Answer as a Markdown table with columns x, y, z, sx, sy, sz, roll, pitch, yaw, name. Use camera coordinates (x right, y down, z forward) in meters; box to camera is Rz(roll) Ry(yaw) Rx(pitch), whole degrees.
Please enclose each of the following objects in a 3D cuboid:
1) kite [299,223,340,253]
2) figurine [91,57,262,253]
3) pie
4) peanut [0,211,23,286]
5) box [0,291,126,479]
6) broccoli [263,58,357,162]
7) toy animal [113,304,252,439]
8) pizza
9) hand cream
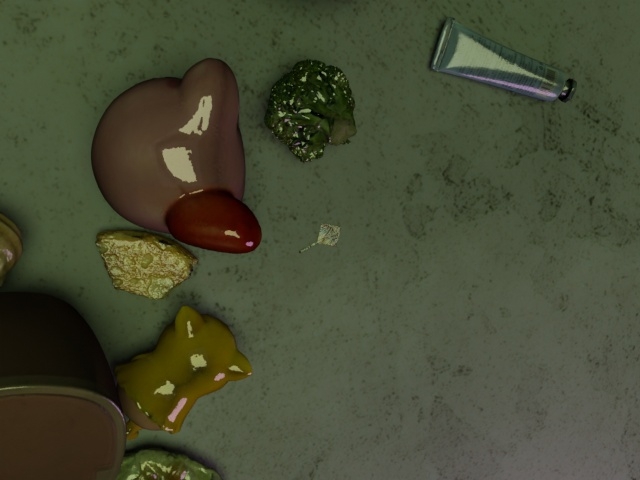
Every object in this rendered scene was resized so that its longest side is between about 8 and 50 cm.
| x | y | z | sx | sy | sz | roll | pitch | yaw | name |
| --- | --- | --- | --- | --- | --- | --- | --- | --- | --- |
| -0.001 | -0.006 | 1.057 | 0.078 | 0.002 | 0.044 | -11 | 103 | -12 | kite |
| -0.204 | -0.099 | 0.870 | 0.211 | 0.270 | 0.261 | -9 | 94 | -7 | figurine |
| -0.291 | 0.485 | 1.050 | 0.307 | 0.071 | 0.306 | -2 | 100 | -13 | pie |
| -0.574 | 0.042 | 0.855 | 0.325 | 0.140 | 0.153 | -23 | 132 | -4 | peanut |
| -0.420 | 0.227 | 0.850 | 0.301 | 0.216 | 0.300 | -14 | 128 | -18 | box |
| -0.006 | -0.196 | 0.956 | 0.145 | 0.138 | 0.162 | -49 | 145 | 4 | broccoli |
| -0.233 | 0.214 | 0.974 | 0.230 | 0.156 | 0.156 | -43 | 108 | 1 | toy animal |
| -0.275 | 0.036 | 0.980 | 0.160 | 0.036 | 0.098 | 16 | 96 | -16 | pizza |
| 0.312 | -0.292 | 1.052 | 0.256 | 0.055 | 0.088 | 15 | 105 | -14 | hand cream |
